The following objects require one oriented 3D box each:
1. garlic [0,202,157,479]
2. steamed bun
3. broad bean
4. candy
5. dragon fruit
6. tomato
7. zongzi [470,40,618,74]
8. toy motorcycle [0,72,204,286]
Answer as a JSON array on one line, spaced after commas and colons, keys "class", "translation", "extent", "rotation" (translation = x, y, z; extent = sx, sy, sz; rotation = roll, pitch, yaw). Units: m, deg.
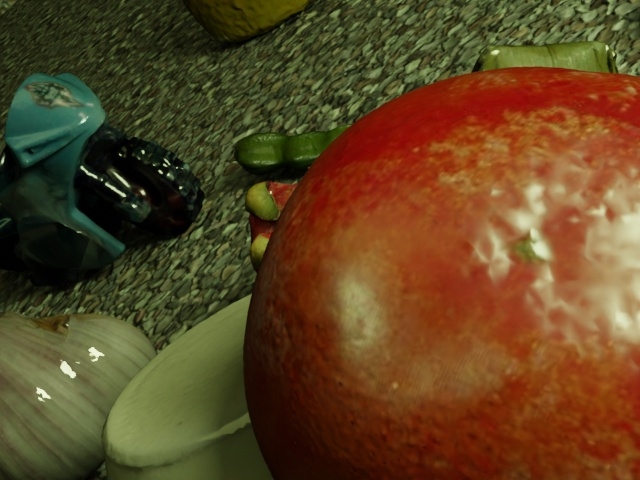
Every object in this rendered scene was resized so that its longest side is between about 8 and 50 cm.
[{"class": "garlic", "translation": [-0.260, 0.110, 1.072], "extent": [0.207, 0.207, 0.257], "rotation": [-27, 68, 21]}, {"class": "steamed bun", "translation": [-0.026, 0.134, 0.794], "extent": [0.231, 0.145, 0.232], "rotation": [-27, 17, 9]}, {"class": "broad bean", "translation": [0.003, -0.101, 1.198], "extent": [0.256, 0.053, 0.052], "rotation": [-10, 2, 42]}, {"class": "candy", "translation": [-0.081, -0.391, 1.644], "extent": [0.259, 0.118, 0.260], "rotation": [-27, 33, 20]}, {"class": "dragon fruit", "translation": [0.000, 0.000, 0.979], "extent": [0.208, 0.150, 0.133], "rotation": [-108, 40, -65]}, {"class": "tomato", "translation": [0.108, 0.035, 0.593], "extent": [0.338, 0.144, 0.339], "rotation": [-4, 70, 11]}, {"class": "zongzi", "translation": [0.140, 0.034, 0.807], "extent": [0.125, 0.274, 0.251], "rotation": [0, 65, -9]}, {"class": "toy motorcycle", "translation": [-0.323, -0.073, 1.349], "extent": [0.416, 0.232, 0.172], "rotation": [-11, 42, 42]}]
